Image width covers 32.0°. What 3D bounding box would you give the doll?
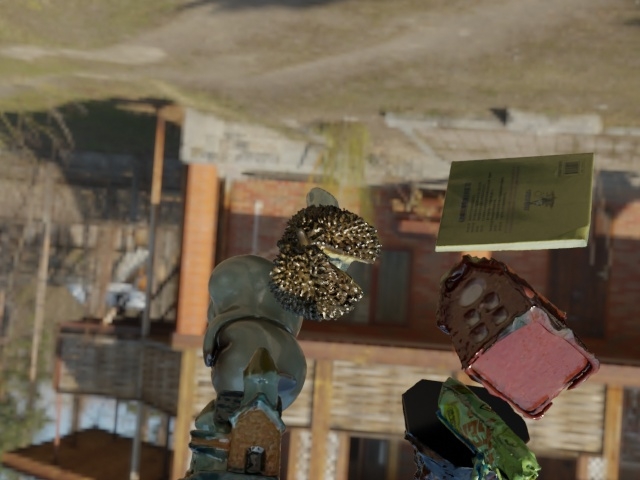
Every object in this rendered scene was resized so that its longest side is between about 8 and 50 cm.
[{"bbox_3d":[-0.135,0.190,2.263,0.226,0.215,0.370,15,-141,-10],"label":"doll"}]

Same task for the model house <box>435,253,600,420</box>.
[{"bbox_3d":[0.302,0.137,1.827,0.196,0.160,0.254,36,-166,-29],"label":"model house"}]

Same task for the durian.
[{"bbox_3d":[0.001,0.029,1.738,0.167,0.196,0.196,-2,176,23],"label":"durian"}]

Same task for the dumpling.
[{"bbox_3d":[0.000,0.000,2.207,0.132,0.162,0.250,2,-145,-15],"label":"dumpling"}]

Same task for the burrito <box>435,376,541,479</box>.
[{"bbox_3d":[0.242,0.305,1.686,0.054,0.104,0.288,11,-166,-25],"label":"burrito"}]

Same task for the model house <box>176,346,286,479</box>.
[{"bbox_3d":[-0.137,0.310,1.768,0.184,0.291,0.253,9,164,0],"label":"model house"}]

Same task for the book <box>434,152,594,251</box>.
[{"bbox_3d":[0.252,-0.051,1.436,0.192,0.168,0.013,-2,135,19],"label":"book"}]

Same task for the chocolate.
[{"bbox_3d":[0.234,0.381,1.941,0.224,0.177,0.206,8,-144,-10],"label":"chocolate"}]
